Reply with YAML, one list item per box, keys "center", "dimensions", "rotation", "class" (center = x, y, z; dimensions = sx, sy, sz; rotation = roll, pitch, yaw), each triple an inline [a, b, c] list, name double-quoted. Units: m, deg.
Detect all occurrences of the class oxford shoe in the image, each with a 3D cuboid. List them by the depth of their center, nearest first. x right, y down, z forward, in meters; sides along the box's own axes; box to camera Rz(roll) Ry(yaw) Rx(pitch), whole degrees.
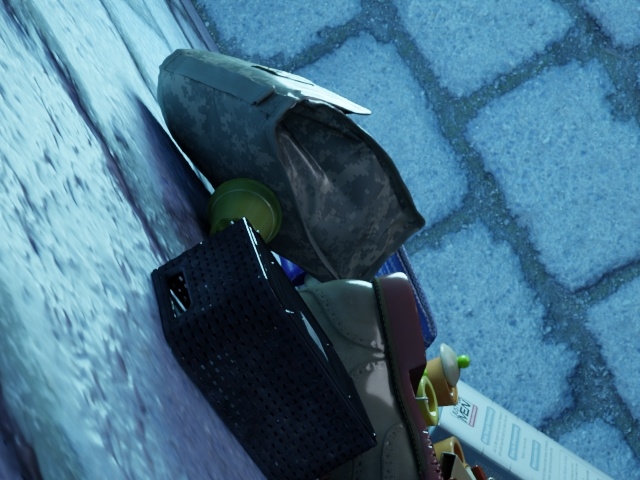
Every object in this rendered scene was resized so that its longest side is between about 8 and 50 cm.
- center: [0.031, 0.188, 1.002]
  dimensions: [0.123, 0.130, 0.348]
  rotation: [94, -8, -52]
  class: "oxford shoe"

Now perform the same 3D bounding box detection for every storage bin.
- center: [-0.041, 0.088, 0.892]
  dimensions: [0.180, 0.084, 0.122]
  rotation: [57, 4, -32]
  class: "storage bin"

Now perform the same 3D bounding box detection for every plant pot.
- center: [-0.087, -0.015, 1.263]
  dimensions: [0.083, 0.083, 0.079]
  rotation: [59, 15, -15]
  class: "plant pot"

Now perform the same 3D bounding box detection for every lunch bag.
- center: [-0.043, -0.104, 1.389]
  dimensions: [0.235, 0.169, 0.287]
  rotation: [29, -19, 44]
  class: "lunch bag"

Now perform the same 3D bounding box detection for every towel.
- center: [0.072, 0.061, 1.649]
  dimensions: [0.336, 0.040, 0.243]
  rotation: [112, -45, -72]
  class: "towel"

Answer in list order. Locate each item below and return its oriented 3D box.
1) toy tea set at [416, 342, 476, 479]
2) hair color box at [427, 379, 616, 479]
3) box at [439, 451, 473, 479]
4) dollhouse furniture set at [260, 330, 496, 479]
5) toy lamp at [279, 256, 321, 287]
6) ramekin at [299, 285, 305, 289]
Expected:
- center: [0.185, 0.280, 1.602]
  dimensions: [0.200, 0.124, 0.336]
  rotation: [51, 28, -54]
  class: "toy tea set"
- center: [0.319, 0.382, 1.817]
  dimensions: [0.374, 0.113, 0.185]
  rotation: [33, 21, 1]
  class: "hair color box"
- center: [0.155, 0.351, 1.307]
  dimensions: [0.201, 0.021, 0.164]
  rotation: [56, 42, -45]
  class: "box"
- center: [0.058, 0.170, 1.218]
  dimensions: [0.259, 0.135, 0.262]
  rotation: [61, 3, 15]
  class: "dollhouse furniture set"
- center: [0.019, 0.109, 1.711]
  dimensions: [0.274, 0.080, 0.080]
  rotation: [61, 3, 14]
  class: "toy lamp"
- center: [0.000, 0.000, 1.958]
  dimensions: [0.272, 0.127, 0.273]
  rotation: [59, 3, -4]
  class: "ramekin"
